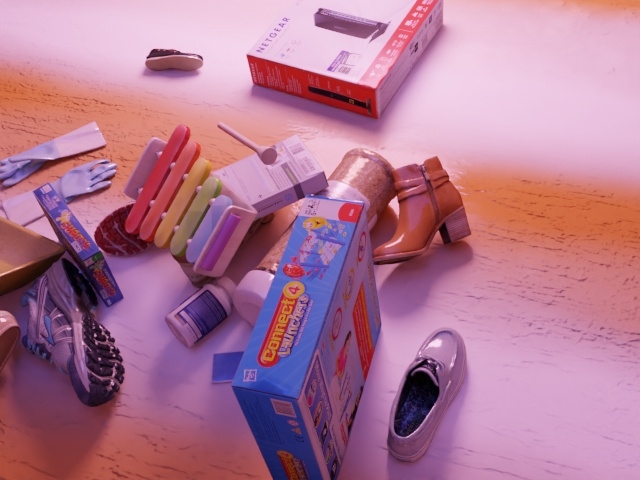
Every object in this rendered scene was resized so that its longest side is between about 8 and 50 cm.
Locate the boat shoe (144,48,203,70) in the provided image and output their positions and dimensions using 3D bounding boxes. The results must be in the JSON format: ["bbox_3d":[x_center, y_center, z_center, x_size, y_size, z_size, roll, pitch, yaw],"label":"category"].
[{"bbox_3d":[-0.314,-0.395,1.757,0.132,0.049,0.042,3,60,15],"label":"boat shoe"}]

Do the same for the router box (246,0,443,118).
[{"bbox_3d":[0.058,-0.427,1.710,0.301,0.082,0.336,19,57,21],"label":"router box"}]

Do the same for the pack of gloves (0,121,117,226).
[{"bbox_3d":[-0.526,-0.144,1.590,0.232,0.046,0.195,-27,52,-13],"label":"pack of gloves"}]

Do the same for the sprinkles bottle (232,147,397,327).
[{"bbox_3d":[0.000,0.000,1.357,0.121,0.121,0.355,23,58,24],"label":"sprinkles bottle"}]

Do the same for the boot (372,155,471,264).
[{"bbox_3d":[0.148,-0.049,1.366,0.197,0.073,0.153,-21,87,-24],"label":"boot"}]

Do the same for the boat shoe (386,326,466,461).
[{"bbox_3d":[0.159,0.212,1.191,0.079,0.081,0.228,16,56,19],"label":"boat shoe"}]

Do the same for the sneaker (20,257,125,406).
[{"bbox_3d":[-0.409,0.166,1.311,0.122,0.110,0.283,-34,51,3],"label":"sneaker"}]

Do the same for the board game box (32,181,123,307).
[{"bbox_3d":[-0.418,0.007,1.398,0.035,0.136,0.201,-33,54,-19],"label":"board game box"}]

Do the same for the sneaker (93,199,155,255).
[{"bbox_3d":[-0.306,-0.049,1.472,0.225,0.088,0.093,-32,15,-5],"label":"sneaker"}]

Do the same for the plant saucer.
[{"bbox_3d":[-0.668,0.038,1.373,0.332,0.081,0.332,21,25,23],"label":"plant saucer"}]

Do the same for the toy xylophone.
[{"bbox_3d":[-0.196,-0.081,1.304,0.322,0.081,0.236,27,93,48],"label":"toy xylophone"}]

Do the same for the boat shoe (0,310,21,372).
[{"bbox_3d":[-0.547,0.250,1.246,0.098,0.109,0.302,22,63,16],"label":"boat shoe"}]

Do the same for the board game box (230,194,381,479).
[{"bbox_3d":[-0.002,0.151,1.119,0.086,0.308,0.302,8,53,16],"label":"board game box"}]

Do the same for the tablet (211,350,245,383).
[{"bbox_3d":[-0.131,0.200,1.289,0.083,0.006,0.054,-5,51,3],"label":"tablet"}]

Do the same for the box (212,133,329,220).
[{"bbox_3d":[-0.096,-0.101,1.384,0.186,0.038,0.145,-25,39,-7],"label":"box"}]

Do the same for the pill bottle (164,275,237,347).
[{"bbox_3d":[-0.189,0.114,1.326,0.120,0.067,0.067,-39,57,-21],"label":"pill bottle"}]

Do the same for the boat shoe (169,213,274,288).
[{"bbox_3d":[-0.155,-0.040,1.442,0.104,0.089,0.285,15,51,37],"label":"boat shoe"}]
